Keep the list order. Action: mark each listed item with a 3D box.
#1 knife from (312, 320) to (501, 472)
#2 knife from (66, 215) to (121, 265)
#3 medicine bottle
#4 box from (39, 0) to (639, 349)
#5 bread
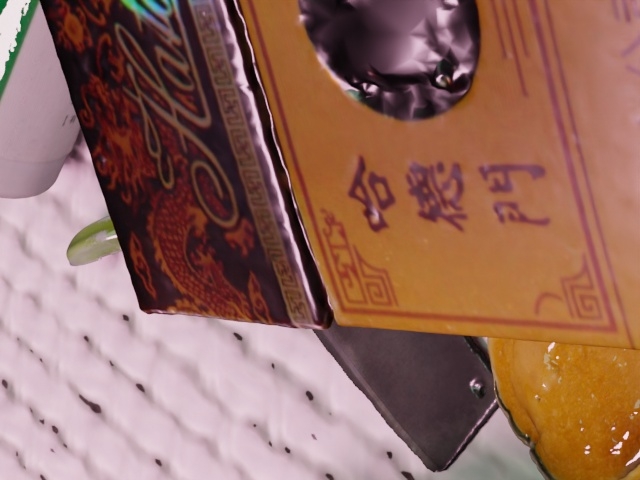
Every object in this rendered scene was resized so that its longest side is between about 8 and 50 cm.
[{"bbox_3d":[0.000,0.000,0.921,0.245,0.019,0.072,55,127,27],"label":"knife"},{"bbox_3d":[-0.080,-0.013,1.016,0.184,0.026,0.022,-22,87,42],"label":"knife"},{"bbox_3d":[-0.138,-0.149,1.032,0.095,0.095,0.260,49,124,37],"label":"medicine bottle"},{"bbox_3d":[0.063,-0.099,0.706,0.415,0.116,0.264,4,118,43],"label":"box"},{"bbox_3d":[0.109,0.050,0.802,0.110,0.024,0.110,-1,88,48],"label":"bread"}]
